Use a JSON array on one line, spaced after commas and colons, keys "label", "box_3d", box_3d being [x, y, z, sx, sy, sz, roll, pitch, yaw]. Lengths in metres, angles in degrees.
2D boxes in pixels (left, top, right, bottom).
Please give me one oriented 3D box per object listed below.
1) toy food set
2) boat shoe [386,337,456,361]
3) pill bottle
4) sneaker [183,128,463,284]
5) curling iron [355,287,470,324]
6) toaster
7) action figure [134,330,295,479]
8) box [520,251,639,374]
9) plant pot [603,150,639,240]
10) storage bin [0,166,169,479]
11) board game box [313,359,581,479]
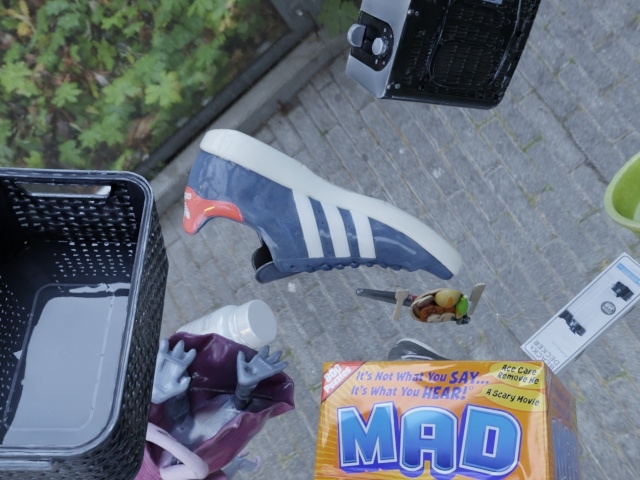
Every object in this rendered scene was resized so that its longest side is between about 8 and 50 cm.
[{"label": "toy food set", "box_3d": [0.252, 0.145, 1.336, 0.191, 0.132, 0.039, -4, 50, -6]}, {"label": "boat shoe", "box_3d": [0.301, 0.316, 1.373, 0.335, 0.095, 0.112, 18, 117, 21]}, {"label": "pill bottle", "box_3d": [-0.217, 0.221, 1.436, 0.229, 0.131, 0.131, -26, 77, 28]}, {"label": "sneaker", "box_3d": [0.000, 0.000, 0.754, 0.349, 0.131, 0.148, 24, 92, -11]}, {"label": "curling iron", "box_3d": [0.215, 0.141, 1.425, 0.273, 0.068, 0.035, 15, 102, -1]}, {"label": "toaster", "box_3d": [0.128, -0.227, 0.623, 0.110, 0.185, 0.168, 48, 132, 48]}, {"label": "action figure", "box_3d": [-0.185, 0.294, 0.834, 0.248, 0.276, 0.370, 30, 118, -7]}, {"label": "box", "box_3d": [0.561, 0.170, 1.321, 0.290, 0.169, 0.087, -45, 64, 5]}, {"label": "plant pot", "box_3d": [0.555, -0.005, 0.800, 0.276, 0.276, 0.254, -34, 107, 10]}, {"label": "storage bin", "box_3d": [-0.165, 0.051, 0.378, 0.121, 0.084, 0.180, 1, 54, -5]}, {"label": "board game box", "box_3d": [0.224, 0.409, 1.035, 0.356, 0.356, 0.357, -6, 67, 27]}]
